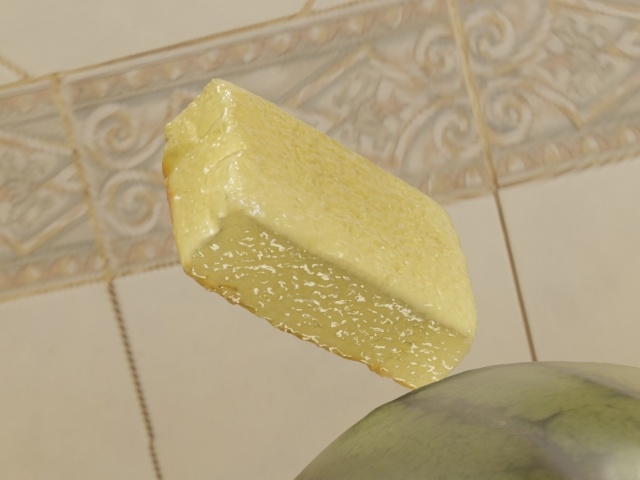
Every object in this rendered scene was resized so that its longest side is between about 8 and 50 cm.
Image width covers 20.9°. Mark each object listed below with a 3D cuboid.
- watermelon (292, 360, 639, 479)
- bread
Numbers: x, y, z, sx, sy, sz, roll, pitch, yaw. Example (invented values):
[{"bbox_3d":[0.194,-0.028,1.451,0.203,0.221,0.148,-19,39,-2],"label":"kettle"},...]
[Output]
[{"bbox_3d":[0.112,0.189,0.562,0.279,0.359,0.278,-11,113,-28],"label":"watermelon"},{"bbox_3d":[0.001,0.001,0.991,0.188,0.125,0.068,29,123,-28],"label":"bread"}]
